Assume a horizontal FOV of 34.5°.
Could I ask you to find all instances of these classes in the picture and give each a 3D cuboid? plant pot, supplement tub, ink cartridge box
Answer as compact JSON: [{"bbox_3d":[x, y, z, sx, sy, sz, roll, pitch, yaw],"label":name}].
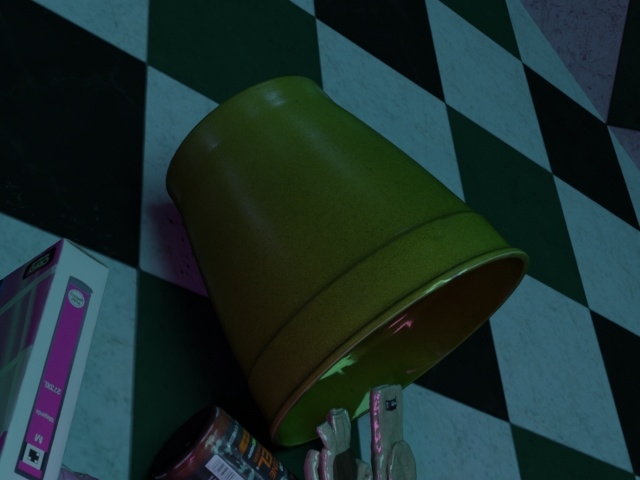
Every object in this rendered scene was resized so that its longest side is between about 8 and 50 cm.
[{"bbox_3d":[0.000,0.000,1.255,0.366,0.366,0.353,-8,56,-53],"label":"plant pot"},{"bbox_3d":[-0.078,0.276,1.102,0.198,0.106,0.106,46,35,-14],"label":"supplement tub"},{"bbox_3d":[-0.286,0.180,0.865,0.069,0.176,0.371,38,37,-34],"label":"ink cartridge box"}]

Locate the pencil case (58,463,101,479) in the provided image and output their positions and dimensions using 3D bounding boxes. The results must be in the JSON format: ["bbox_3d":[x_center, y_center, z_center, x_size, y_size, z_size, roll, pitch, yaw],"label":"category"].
[{"bbox_3d":[-0.132,0.340,0.940,0.386,0.167,0.160,34,77,-27],"label":"pencil case"}]

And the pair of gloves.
[{"bbox_3d":[0.048,0.279,1.168,0.240,0.042,0.204,-13,93,-64],"label":"pair of gloves"}]
